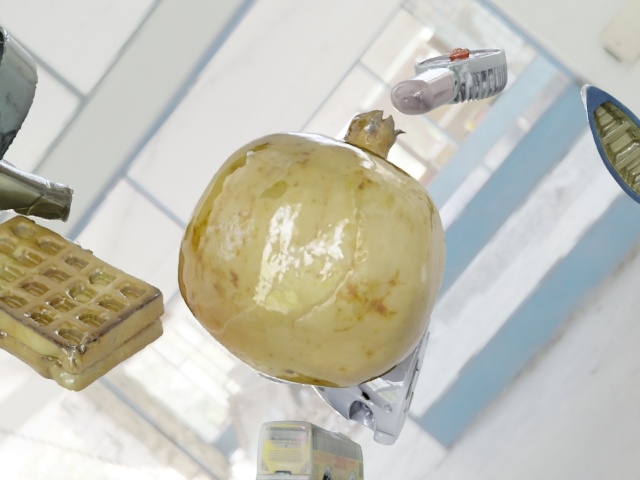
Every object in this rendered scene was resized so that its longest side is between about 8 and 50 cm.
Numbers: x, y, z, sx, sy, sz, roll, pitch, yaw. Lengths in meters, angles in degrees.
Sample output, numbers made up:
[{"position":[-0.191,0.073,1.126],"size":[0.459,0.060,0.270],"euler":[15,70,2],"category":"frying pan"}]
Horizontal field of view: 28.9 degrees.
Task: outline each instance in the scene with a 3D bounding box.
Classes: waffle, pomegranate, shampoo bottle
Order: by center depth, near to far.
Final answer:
[{"position":[0.000,0.000,1.484],"size":[0.342,0.342,0.342],"euler":[-50,-1,-2],"category":"pomegranate"},{"position":[-0.426,0.090,1.929],"size":[0.224,0.327,0.098],"euler":[-35,-37,-46],"category":"waffle"},{"position":[-0.571,-0.103,1.993],"size":[0.125,0.350,0.084],"euler":[126,156,-48],"category":"shampoo bottle"}]

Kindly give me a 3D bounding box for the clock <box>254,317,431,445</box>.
[{"position":[0.013,0.148,1.670],"size":[0.189,0.253,0.189],"euler":[21,-90,-78],"category":"clock"}]

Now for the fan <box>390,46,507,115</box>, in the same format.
[{"position":[0.171,-0.219,1.700],"size":[0.130,0.074,0.244],"euler":[-2,16,30],"category":"fan"}]

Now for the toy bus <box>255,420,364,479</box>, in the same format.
[{"position":[-0.010,0.306,1.676],"size":[0.268,0.092,0.106],"euler":[42,-132,-66],"category":"toy bus"}]

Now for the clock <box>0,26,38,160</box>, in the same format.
[{"position":[-0.474,-0.132,1.547],"size":[0.312,0.061,0.313],"euler":[-30,39,27],"category":"clock"}]

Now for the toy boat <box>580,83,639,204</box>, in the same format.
[{"position":[0.435,-0.147,1.806],"size":[0.080,0.229,0.046],"euler":[-37,29,9],"category":"toy boat"}]
